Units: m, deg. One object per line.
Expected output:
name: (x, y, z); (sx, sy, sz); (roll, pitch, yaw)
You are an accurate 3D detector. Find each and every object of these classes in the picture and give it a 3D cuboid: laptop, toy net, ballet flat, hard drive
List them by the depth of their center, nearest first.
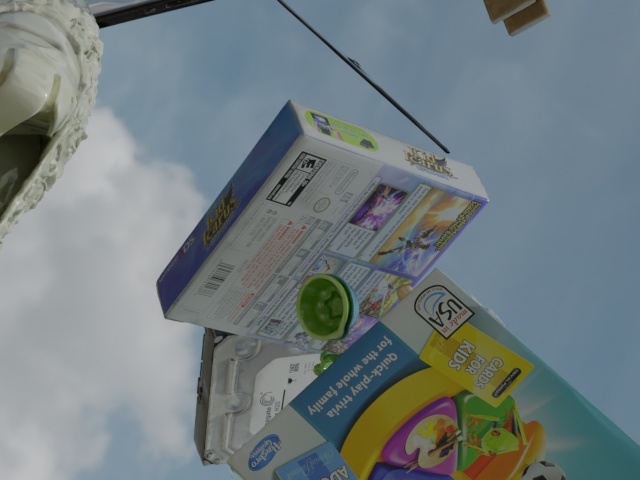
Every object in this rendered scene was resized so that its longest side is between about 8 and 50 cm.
ballet flat: (-0.264, -0.064, 1.072); (0.147, 0.408, 0.147); (18, -26, 9)
toy net: (0.074, 0.101, 1.339); (0.232, 0.045, 0.122); (6, -88, 41)
laptop: (-0.113, -0.197, 1.562); (0.382, 0.408, 0.236); (-119, -165, -72)
hard drive: (0.000, 0.189, 1.904); (0.064, 0.339, 0.236); (-119, -150, -50)

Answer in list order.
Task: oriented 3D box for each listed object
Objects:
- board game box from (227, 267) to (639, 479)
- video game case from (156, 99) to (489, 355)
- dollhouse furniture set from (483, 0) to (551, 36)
board game box: (0.129, 0.222, 1.144); (0.336, 0.254, 0.079); (42, -17, 21)
video game case: (0.000, 0.000, 1.439); (0.269, 0.244, 0.061); (-51, -141, 29)
dollhouse furniture set: (0.185, -0.320, 1.150); (0.242, 0.212, 0.161); (-27, -113, 25)
